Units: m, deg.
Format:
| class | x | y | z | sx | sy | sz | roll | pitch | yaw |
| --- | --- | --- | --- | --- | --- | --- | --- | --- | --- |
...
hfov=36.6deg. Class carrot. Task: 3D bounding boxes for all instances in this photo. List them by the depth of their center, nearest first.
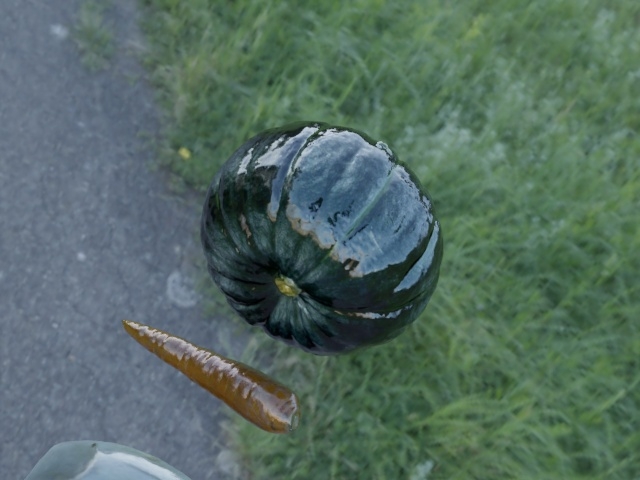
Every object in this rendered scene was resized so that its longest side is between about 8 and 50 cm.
| class | x | y | z | sx | sy | sz | roll | pitch | yaw |
| --- | --- | --- | --- | --- | --- | --- | --- | --- | --- |
| carrot | -0.106 | 0.120 | 0.904 | 0.216 | 0.048 | 0.048 | 25 | 25 | 27 |

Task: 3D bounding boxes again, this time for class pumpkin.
| class | x | y | z | sx | sy | sz | roll | pitch | yaw |
| --- | --- | --- | --- | --- | --- | --- | --- | --- | --- |
| pumpkin | 0.000 | 0.000 | 0.864 | 0.220 | 0.220 | 0.162 | 35 | 43 | 3 |

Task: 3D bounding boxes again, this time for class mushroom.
| class | x | y | z | sx | sy | sz | roll | pitch | yaw |
| --- | --- | --- | --- | --- | --- | --- | --- | --- | --- |
| mushroom | -0.161 | 0.272 | 0.926 | 0.270 | 0.103 | 0.118 | 17 | 57 | 24 |
